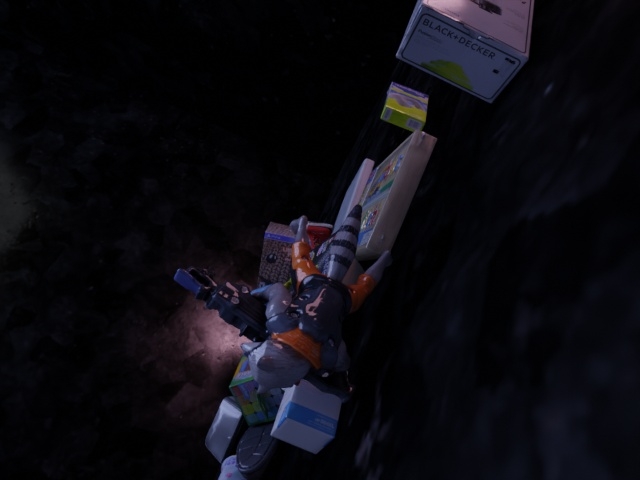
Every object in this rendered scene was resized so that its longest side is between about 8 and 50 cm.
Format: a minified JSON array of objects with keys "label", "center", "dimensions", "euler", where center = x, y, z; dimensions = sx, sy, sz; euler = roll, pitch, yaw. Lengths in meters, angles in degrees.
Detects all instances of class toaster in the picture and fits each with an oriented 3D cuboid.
[{"label":"toaster","center":[-0.233,0.562,1.310],"dimensions":[0.168,0.110,0.185],"euler":[32,-101,-53]}]

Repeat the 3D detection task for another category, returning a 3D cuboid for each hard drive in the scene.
[{"label":"hard drive","center":[0.107,-0.113,1.636],"dimensions":[0.233,0.047,0.353],"euler":[119,172,-52]}]

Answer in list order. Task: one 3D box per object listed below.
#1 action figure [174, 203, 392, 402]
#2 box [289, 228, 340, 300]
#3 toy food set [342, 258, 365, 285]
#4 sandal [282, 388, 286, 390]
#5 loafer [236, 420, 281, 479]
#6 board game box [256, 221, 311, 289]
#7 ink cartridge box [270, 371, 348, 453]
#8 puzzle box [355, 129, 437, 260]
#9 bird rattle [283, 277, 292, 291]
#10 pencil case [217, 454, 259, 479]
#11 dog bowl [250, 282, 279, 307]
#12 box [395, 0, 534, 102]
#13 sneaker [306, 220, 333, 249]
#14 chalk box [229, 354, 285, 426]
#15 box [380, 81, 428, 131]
[{"label":"action figure","center":[-0.044,0.077,0.691],"dimensions":[0.178,0.341,0.330],"euler":[-52,10,45]},{"label":"box","center":[-0.006,0.110,1.321],"dimensions":[0.216,0.060,0.270],"euler":[-36,23,38]},{"label":"toy food set","center":[-0.028,0.187,0.993],"dimensions":[0.219,0.092,0.306],"euler":[-55,3,-39]},{"label":"sandal","center":[-0.053,0.302,1.143],"dimensions":[0.102,0.076,0.265],"euler":[-26,25,7]},{"label":"loafer","center":[-0.140,0.515,1.139],"dimensions":[0.302,0.109,0.095],"euler":[-84,-24,-75]},{"label":"board game box","center":[-0.146,0.091,1.973],"dimensions":[0.141,0.232,0.291],"euler":[-79,0,-69]},{"label":"ink cartridge box","center":[-0.015,0.280,0.774],"dimensions":[0.143,0.090,0.092],"euler":[-70,6,-46]},{"label":"puzzle box","center":[0.141,-0.084,1.068],"dimensions":[0.409,0.052,0.272],"euler":[146,148,-82]},{"label":"bird rattle","center":[-0.032,0.163,1.667],"dimensions":[0.207,0.143,0.253],"euler":[-54,-6,11]},{"label":"pencil case","center":[-0.221,0.665,1.063],"dimensions":[0.273,0.113,0.124],"euler":[-80,-5,-69]},{"label":"dog bowl","center":[-0.140,0.264,1.330],"dimensions":[0.166,0.074,0.297],"euler":[-67,-35,-51]},{"label":"box","center":[0.237,-0.368,0.686],"dimensions":[0.087,0.169,0.290],"euler":[121,171,-57]},{"label":"sneaker","center":[0.000,0.000,1.745],"dimensions":[0.279,0.107,0.118],"euler":[46,-126,-66]},{"label":"chalk box","center":[-0.147,0.389,1.151],"dimensions":[0.213,0.132,0.132],"euler":[-76,-34,-76]},{"label":"box","center":[0.221,-0.350,1.128],"dimensions":[0.178,0.109,0.042],"euler":[-71,3,-47]}]
